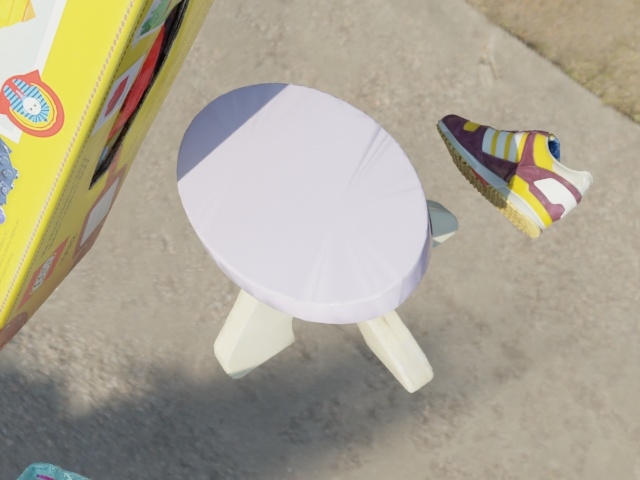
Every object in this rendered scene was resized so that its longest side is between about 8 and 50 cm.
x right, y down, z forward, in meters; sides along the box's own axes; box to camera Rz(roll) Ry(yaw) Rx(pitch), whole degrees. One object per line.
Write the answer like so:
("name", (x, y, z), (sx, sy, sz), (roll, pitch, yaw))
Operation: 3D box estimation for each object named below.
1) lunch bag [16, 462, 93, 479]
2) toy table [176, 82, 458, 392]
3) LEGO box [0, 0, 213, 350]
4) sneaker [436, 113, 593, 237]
("lunch bag", (-0.210, 0.330, 0.681), (0.262, 0.160, 0.223), (-54, 148, -54))
("toy table", (0.000, 0.000, 0.825), (0.252, 0.274, 0.160), (-25, 138, -3))
("LEGO box", (-0.282, -0.199, 0.667), (0.373, 0.500, 0.193), (33, 39, -3))
("sneaker", (0.188, -0.080, 0.942), (0.084, 0.185, 0.069), (-37, 137, 1))
